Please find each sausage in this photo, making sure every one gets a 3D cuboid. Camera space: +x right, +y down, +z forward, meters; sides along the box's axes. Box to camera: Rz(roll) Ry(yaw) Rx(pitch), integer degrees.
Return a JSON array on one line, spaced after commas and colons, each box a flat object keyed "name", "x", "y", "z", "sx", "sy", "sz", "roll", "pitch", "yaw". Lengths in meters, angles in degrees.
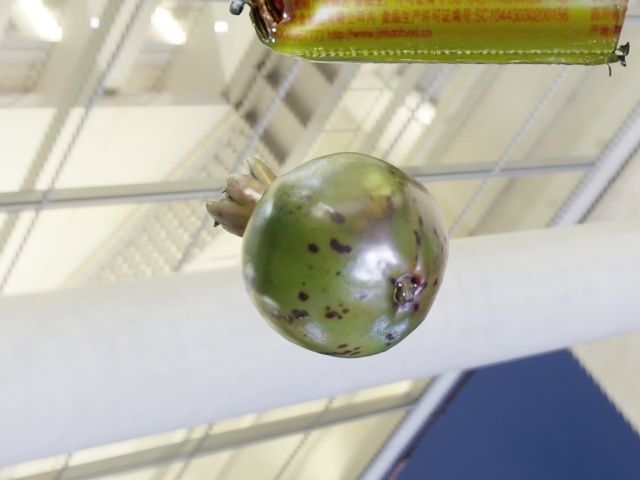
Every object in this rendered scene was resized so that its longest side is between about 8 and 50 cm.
[{"name": "sausage", "x": 0.073, "y": -0.183, "z": 1.090, "sx": 0.317, "sy": 0.117, "sz": 0.125, "roll": -1, "pitch": -91, "yaw": 4}]

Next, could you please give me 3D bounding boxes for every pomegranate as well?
[{"name": "pomegranate", "x": 0.000, "y": 0.000, "z": 0.786, "sx": 0.142, "sy": 0.114, "sz": 0.114, "roll": 31, "pitch": -65, "yaw": 37}]
